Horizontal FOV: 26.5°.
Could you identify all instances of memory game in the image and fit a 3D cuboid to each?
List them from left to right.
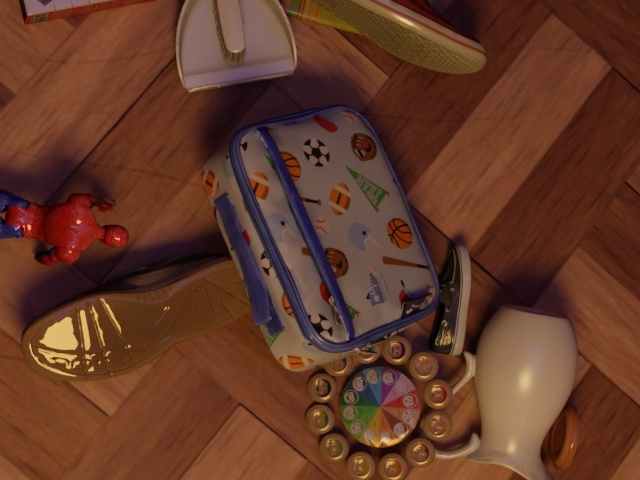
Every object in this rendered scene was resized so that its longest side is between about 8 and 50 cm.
[{"bbox_3d":[0.072,0.205,1.663,0.186,0.012,0.186,-1,83,4],"label":"memory game"}]

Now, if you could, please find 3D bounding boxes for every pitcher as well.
[{"bbox_3d":[0.222,0.183,1.686,0.178,0.125,0.207,11,93,-2],"label":"pitcher"}]

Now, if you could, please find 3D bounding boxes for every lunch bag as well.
[{"bbox_3d":[0.000,0.000,1.598,0.243,0.115,0.303,-17,80,-42],"label":"lunch bag"}]

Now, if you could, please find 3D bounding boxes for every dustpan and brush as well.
[{"bbox_3d":[-0.115,-0.299,1.657,0.147,0.060,0.211,-10,87,-5],"label":"dustpan and brush"}]

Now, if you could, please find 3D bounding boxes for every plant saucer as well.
[{"bbox_3d":[0.305,0.247,1.712,0.013,0.083,0.083,12,82,-8],"label":"plant saucer"}]

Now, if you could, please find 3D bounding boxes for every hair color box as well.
[{"bbox_3d":[-0.282,-0.322,1.630,0.167,0.053,0.093,-13,89,-17],"label":"hair color box"}]

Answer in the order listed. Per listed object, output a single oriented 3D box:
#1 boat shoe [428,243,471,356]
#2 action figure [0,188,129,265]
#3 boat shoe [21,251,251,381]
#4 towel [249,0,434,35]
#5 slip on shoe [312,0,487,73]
[{"bbox_3d":[0.162,0.074,1.710,0.040,0.049,0.142,6,85,-14],"label":"boat shoe"},{"bbox_3d":[-0.348,-0.024,1.573,0.280,0.139,0.091,11,84,9],"label":"action figure"},{"bbox_3d":[-0.213,0.083,1.588,0.285,0.092,0.102,-21,109,-18],"label":"boat shoe"},{"bbox_3d":[0.030,-0.317,1.731,0.237,0.021,0.102,13,87,-14],"label":"towel"},{"bbox_3d":[0.070,-0.312,1.675,0.331,0.123,0.101,31,78,-8],"label":"slip on shoe"}]
